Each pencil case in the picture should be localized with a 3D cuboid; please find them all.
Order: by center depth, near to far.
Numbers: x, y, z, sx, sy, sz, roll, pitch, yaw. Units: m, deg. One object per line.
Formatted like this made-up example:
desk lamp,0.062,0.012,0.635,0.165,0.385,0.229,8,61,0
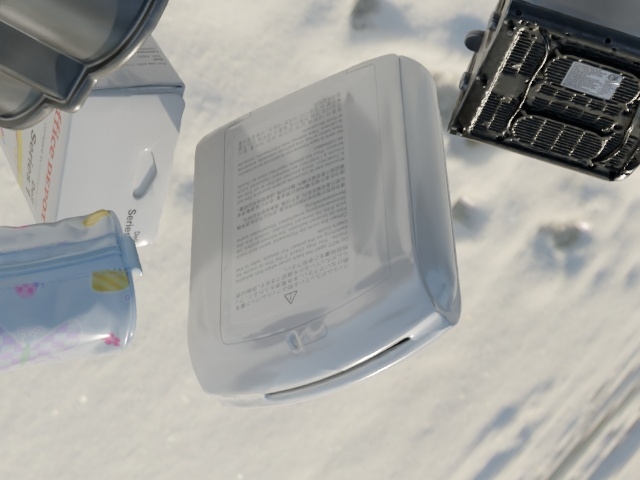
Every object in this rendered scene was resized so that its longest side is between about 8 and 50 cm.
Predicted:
pencil case,-0.273,0.042,0.983,0.273,0.113,0.124,-5,141,-22

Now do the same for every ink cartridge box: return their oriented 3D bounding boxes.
ink cartridge box,-0.254,-0.148,1.378,0.117,0.278,0.201,-7,132,-28

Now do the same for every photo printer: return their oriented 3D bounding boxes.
photo printer,0.000,0.000,1.218,0.256,0.308,0.107,-22,138,23

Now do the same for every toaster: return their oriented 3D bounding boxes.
toaster,0.211,-0.142,1.064,0.168,0.185,0.110,111,-5,-57

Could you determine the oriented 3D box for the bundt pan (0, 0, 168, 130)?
bundt pan,-0.192,-0.238,0.785,0.124,0.331,0.331,17,108,-43
